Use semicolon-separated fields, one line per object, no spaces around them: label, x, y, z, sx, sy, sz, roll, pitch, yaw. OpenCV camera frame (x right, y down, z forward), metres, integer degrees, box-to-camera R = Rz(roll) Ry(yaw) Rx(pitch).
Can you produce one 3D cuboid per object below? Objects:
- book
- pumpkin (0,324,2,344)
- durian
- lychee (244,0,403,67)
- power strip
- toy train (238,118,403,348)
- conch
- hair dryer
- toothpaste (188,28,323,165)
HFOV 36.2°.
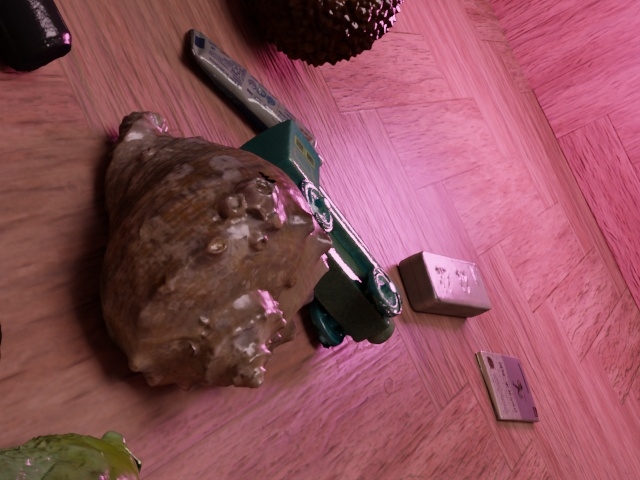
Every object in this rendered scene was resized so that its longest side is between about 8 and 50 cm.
book;0.338;0.264;1.758;0.181;0.014;0.127;18;51;-55
pumpkin;-0.306;0.055;0.608;0.223;0.157;0.224;32;38;-29
durian;-0.200;0.210;0.722;0.250;0.101;0.139;0;66;-61
lychee;0.001;-0.401;1.498;0.267;0.267;0.268;42;33;-37
power strip;0.227;0.081;1.678;0.288;0.053;0.093;11;57;-57
toy train;0.000;0.000;1.266;0.298;0.120;0.194;51;21;-29
conch;-0.094;0.001;1.011;0.297;0.209;0.352;50;28;-57
hair dryer;-0.337;-0.207;0.895;0.114;0.070;0.248;63;30;-2
toothpaste;-0.086;-0.188;1.354;0.268;0.047;0.069;43;51;-31
